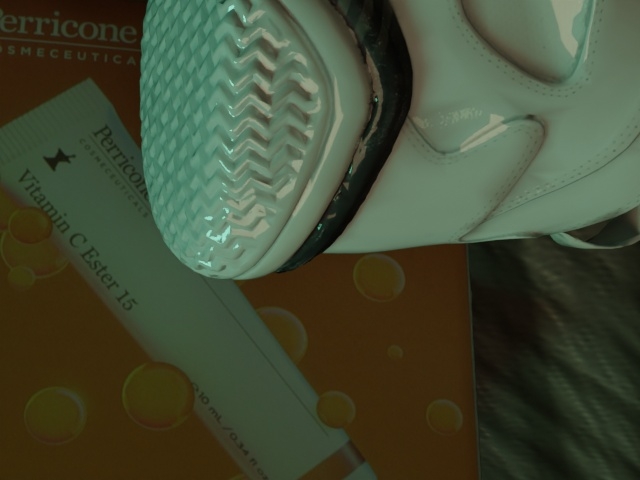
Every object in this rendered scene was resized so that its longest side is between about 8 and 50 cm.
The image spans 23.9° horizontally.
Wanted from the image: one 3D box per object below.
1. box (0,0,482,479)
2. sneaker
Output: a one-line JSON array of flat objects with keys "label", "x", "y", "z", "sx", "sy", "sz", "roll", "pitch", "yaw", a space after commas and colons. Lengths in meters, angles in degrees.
[{"label": "box", "x": -0.058, "y": 0.091, "z": 0.614, "sx": 0.215, "sy": 0.345, "sz": 0.168, "roll": 4, "pitch": 153, "yaw": -10}, {"label": "sneaker", "x": 0.069, "y": -0.156, "z": 0.504, "sx": 0.210, "sy": 0.137, "sz": 0.365, "roll": 4, "pitch": 110, "yaw": -23}]
